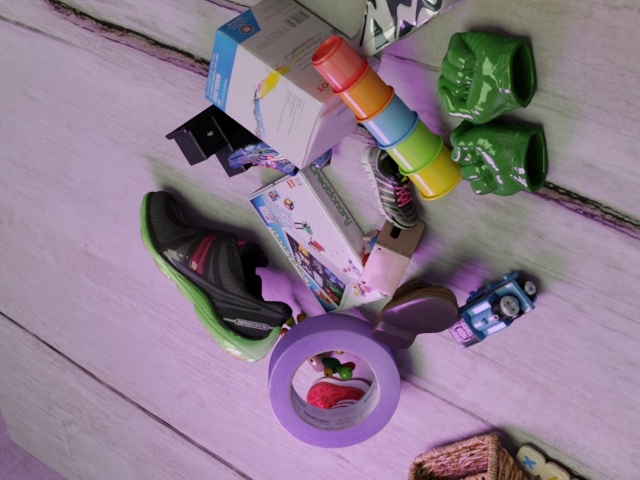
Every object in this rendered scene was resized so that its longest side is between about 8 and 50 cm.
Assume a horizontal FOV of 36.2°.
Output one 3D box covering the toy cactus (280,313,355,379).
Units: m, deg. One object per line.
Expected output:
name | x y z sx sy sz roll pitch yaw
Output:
toy cactus | -0.005 0.237 2.182 0.219 0.112 0.180 31 158 18

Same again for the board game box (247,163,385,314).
board game box | 0.000 0.000 1.985 0.193 0.053 0.305 -22 105 51

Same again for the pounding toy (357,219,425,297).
pounding toy | 0.121 0.014 1.826 0.100 0.141 0.130 24 134 3

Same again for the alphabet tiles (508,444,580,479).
alphabet tiles | 0.456 0.539 2.032 0.284 0.021 0.278 32 140 20

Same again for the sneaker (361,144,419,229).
sneaker | 0.136 -0.099 1.751 0.075 0.063 0.170 -18 100 54

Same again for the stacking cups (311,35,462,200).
stacking cups | 0.113 -0.205 1.592 0.096 0.096 0.316 -10 131 48

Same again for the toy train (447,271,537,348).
toy train | 0.307 0.125 1.747 0.080 0.105 0.184 51 143 -3

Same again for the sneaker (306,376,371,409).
sneaker | 0.015 0.381 2.242 0.221 0.128 0.087 -22 105 51

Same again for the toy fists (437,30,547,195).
toy fists | 0.259 -0.191 1.528 0.142 0.096 0.279 12 131 40

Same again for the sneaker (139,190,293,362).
sneaker | -0.231 0.055 2.192 0.483 0.202 0.185 48 -178 22

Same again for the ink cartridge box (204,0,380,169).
ink cartridge box | -0.051 -0.277 1.696 0.233 0.171 0.168 38 142 15

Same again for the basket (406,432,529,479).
basket | 0.287 0.567 2.031 0.223 0.213 0.299 52 143 -5

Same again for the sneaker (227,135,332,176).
sneaker | -0.077 -0.159 1.849 0.221 0.083 0.087 -7 108 27

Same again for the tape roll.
tape roll | 0.027 0.295 2.052 0.275 0.090 0.274 0 109 -1

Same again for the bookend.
bookend | -0.195 -0.185 1.932 0.072 0.157 0.156 -14 111 50

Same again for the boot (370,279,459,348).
boot | 0.176 0.113 1.809 0.112 0.115 0.305 25 160 -8

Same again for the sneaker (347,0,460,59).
sneaker | 0.097 -0.386 1.526 0.235 0.094 0.153 -21 99 58
